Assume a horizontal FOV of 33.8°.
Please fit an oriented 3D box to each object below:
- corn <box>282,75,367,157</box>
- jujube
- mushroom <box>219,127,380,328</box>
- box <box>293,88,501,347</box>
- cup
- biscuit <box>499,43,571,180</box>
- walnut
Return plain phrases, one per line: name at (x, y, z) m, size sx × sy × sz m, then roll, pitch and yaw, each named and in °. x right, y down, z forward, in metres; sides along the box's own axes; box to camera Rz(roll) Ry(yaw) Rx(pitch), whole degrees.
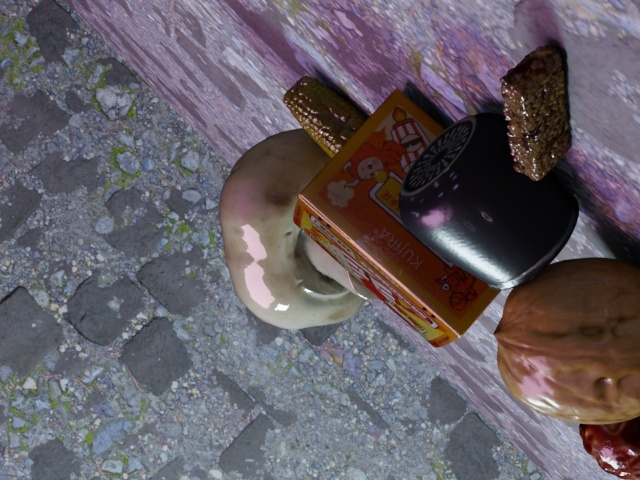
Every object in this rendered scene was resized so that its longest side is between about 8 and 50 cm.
corn at (0.069, -0.138, 1.683) m, size 0.320 × 0.097 × 0.097 m, roll 45°, pitch 173°, yaw 9°
jujube at (0.474, 0.285, 1.618) m, size 0.155 × 0.155 × 0.230 m, roll 43°, pitch -178°, yaw 10°
mushroom at (-0.024, -0.013, 1.811) m, size 0.325 × 0.353 × 0.353 m, roll 21°, pitch 176°, yaw -8°
box at (0.131, -0.019, 1.472) m, size 0.283 × 0.214 × 0.259 m, roll 41°, pitch 175°, yaw 4°
cup at (0.190, -0.047, 1.244) m, size 0.176 × 0.169 × 0.223 m, roll 38°, pitch 177°, yaw -14°
biscuit at (0.214, -0.122, 1.040) m, size 0.034 × 0.064 × 0.199 m, roll 42°, pitch 173°, yaw 26°
walnut at (0.313, 0.116, 1.238) m, size 0.221 × 0.195 × 0.195 m, roll 0°, pitch 180°, yaw -3°
